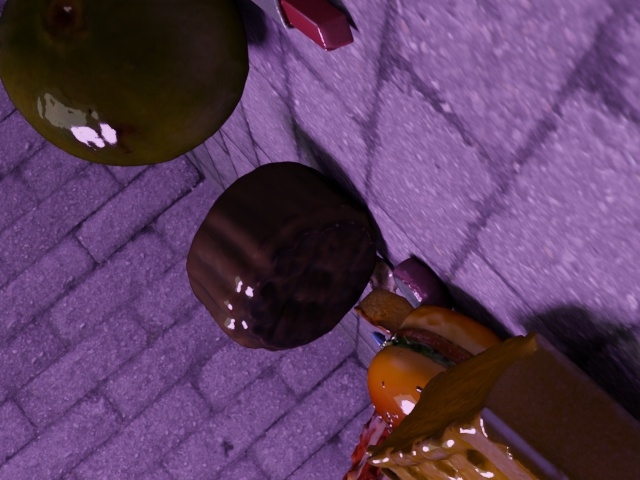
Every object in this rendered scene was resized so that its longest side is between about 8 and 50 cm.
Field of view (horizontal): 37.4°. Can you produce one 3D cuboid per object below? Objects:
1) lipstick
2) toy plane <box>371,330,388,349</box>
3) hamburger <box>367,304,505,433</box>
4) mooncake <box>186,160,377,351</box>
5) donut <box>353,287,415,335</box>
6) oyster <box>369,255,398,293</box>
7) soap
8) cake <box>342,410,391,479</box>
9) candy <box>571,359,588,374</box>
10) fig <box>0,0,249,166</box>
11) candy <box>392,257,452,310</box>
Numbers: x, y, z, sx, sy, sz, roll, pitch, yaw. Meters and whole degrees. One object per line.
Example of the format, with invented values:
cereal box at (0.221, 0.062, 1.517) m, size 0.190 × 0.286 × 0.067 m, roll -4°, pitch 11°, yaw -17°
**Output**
lipstick at (-0.079, -0.278, 0.938) m, size 0.312 × 0.051 × 0.051 m, roll 45°, pitch 169°, yaw 31°
toy plane at (0.197, 0.234, 1.707) m, size 0.246 × 0.078 × 0.169 m, roll 43°, pitch 172°, yaw 3°
hamburger at (0.174, 0.215, 1.283) m, size 0.246 × 0.170 × 0.246 m, roll 37°, pitch 161°, yaw 15°
mooncake at (-0.054, 0.035, 1.453) m, size 0.161 × 0.290 × 0.290 m, roll 41°, pitch 169°, yaw 35°
donut at (0.140, 0.131, 1.480) m, size 0.162 × 0.065 × 0.178 m, roll 29°, pitch 178°, yaw 43°
oyster at (0.089, 0.060, 1.569) m, size 0.038 × 0.080 × 0.083 m, roll -87°, pitch -3°, yaw -68°
soap at (0.245, 0.271, 0.991) m, size 0.335 × 0.156 × 0.293 m, roll 42°, pitch 152°, yaw 3°
cake at (0.195, 0.398, 1.532) m, size 0.270 × 0.270 × 0.319 m, roll 34°, pitch 158°, yaw -9°
candy at (0.267, 0.158, 1.099) m, size 0.060 × 0.060 × 0.201 m, roll 49°, pitch -179°, yaw 6°
fig at (-0.223, -0.228, 1.177) m, size 0.316 × 0.316 × 0.316 m, roll 49°, pitch 173°, yaw 8°
candy at (0.147, 0.072, 1.364) m, size 0.103 × 0.043 × 0.103 m, roll 51°, pitch 175°, yaw 6°
